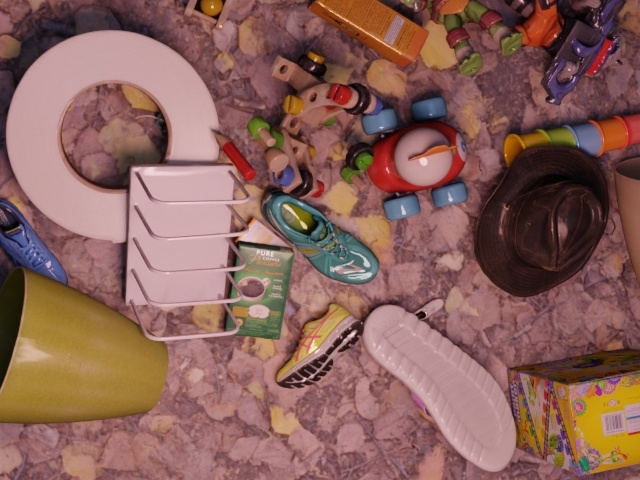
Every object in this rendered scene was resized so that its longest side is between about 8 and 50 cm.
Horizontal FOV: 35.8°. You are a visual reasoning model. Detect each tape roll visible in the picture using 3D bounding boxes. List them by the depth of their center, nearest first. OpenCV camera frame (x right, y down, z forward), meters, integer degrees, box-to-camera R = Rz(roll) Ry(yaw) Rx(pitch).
[{"bbox_3d":[-0.381,-0.192,1.838,0.392,0.072,0.392,-2,99,-13],"label":"tape roll"}]

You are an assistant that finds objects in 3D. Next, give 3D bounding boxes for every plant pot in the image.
[{"bbox_3d":[-0.434,0.214,1.778,0.293,0.274,0.275,17,86,-28],"label":"plant pot"},{"bbox_3d":[0.740,-0.019,2.073,0.256,0.256,0.274,-7,108,-14],"label":"plant pot"}]

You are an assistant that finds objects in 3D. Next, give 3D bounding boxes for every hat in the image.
[{"bbox_3d":[0.481,-0.024,2.001,0.331,0.134,0.331,-7,109,-20],"label":"hat"}]

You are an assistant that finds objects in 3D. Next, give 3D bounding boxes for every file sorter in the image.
[{"bbox_3d":[-0.238,0.019,1.791,0.192,0.173,0.278,-3,114,-22],"label":"file sorter"}]

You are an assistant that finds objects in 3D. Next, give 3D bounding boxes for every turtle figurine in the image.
[{"bbox_3d":[0.266,-0.472,1.891,0.197,0.275,0.266,-14,65,-33],"label":"turtle figurine"}]

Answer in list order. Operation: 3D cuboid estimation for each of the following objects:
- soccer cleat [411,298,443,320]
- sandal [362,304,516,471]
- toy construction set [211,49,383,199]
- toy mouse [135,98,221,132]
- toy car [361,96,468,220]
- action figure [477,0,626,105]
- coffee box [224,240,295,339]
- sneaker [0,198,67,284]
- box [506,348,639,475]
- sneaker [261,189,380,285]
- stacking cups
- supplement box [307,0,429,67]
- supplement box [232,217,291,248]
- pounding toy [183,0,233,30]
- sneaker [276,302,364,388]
[{"bbox_3d":[0.219,0.145,2.032,0.083,0.035,0.029,-26,96,-12],"label":"soccer cleat"},{"bbox_3d":[0.241,0.291,2.011,0.416,0.102,0.169,49,63,-5],"label":"sandal"},{"bbox_3d":[-0.064,-0.231,1.886,0.308,0.237,0.257,-15,138,-33],"label":"toy construction set"},{"bbox_3d":[-0.291,-0.260,1.908,0.143,0.031,0.161,-27,96,-13],"label":"toy mouse"},{"bbox_3d":[0.211,-0.165,1.926,0.210,0.238,0.219,-15,94,-13],"label":"toy car"},{"bbox_3d":[0.504,-0.476,2.036,0.330,0.178,0.341,32,108,-17],"label":"action figure"},{"bbox_3d":[-0.119,0.097,1.921,0.113,0.040,0.184,7,104,-10],"label":"coffee box"},{"bbox_3d":[-0.543,0.014,1.822,0.069,0.082,0.209,-38,100,-13],"label":"sneaker"},{"bbox_3d":[0.572,0.334,1.995,0.289,0.279,0.177,-8,92,-13],"label":"box"},{"bbox_3d":[0.000,0.000,1.940,0.275,0.110,0.107,34,82,-12],"label":"sneaker"},{"bbox_3d":[0.544,-0.212,2.093,0.316,0.096,0.096,-15,94,-18],"label":"stacking cups"},{"bbox_3d":[0.096,-0.439,1.980,0.233,0.078,0.080,27,84,-13],"label":"supplement box"},{"bbox_3d":[-0.115,0.008,1.949,0.098,0.036,0.062,40,82,-12],"label":"supplement box"},{"bbox_3d":[-0.144,-0.519,1.881,0.154,0.154,0.270,22,85,-13],"label":"pounding toy"},{"bbox_3d":[-0.012,0.208,1.962,0.208,0.081,0.094,-42,54,4],"label":"sneaker"}]
